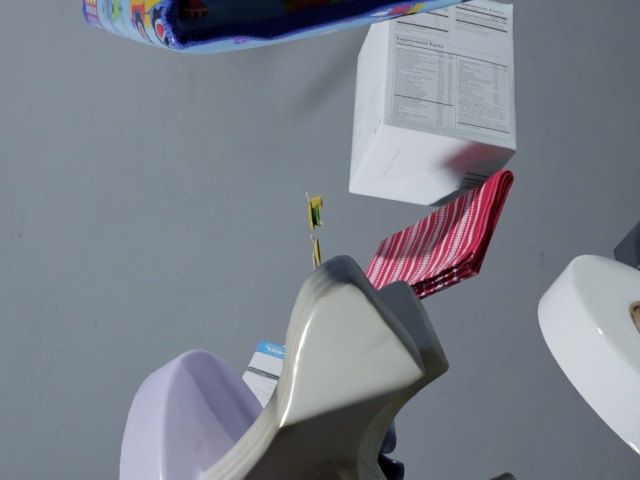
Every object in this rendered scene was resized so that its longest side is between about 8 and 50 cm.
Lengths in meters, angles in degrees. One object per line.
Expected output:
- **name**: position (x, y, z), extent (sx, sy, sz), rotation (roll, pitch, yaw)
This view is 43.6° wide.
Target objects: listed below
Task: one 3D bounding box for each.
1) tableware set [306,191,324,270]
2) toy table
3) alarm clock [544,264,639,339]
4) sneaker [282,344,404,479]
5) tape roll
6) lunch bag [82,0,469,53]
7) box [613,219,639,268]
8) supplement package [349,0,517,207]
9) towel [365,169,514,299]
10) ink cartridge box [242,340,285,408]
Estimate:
- **tableware set**: position (0.000, 0.000, 1.305), extent (0.024, 0.104, 0.154), rotation (-7, 78, 4)
- **toy table**: position (0.010, 0.132, 0.422), extent (0.161, 0.274, 0.252), rotation (-31, 133, 9)
- **alarm clock**: position (0.447, 0.111, 1.293), extent (0.192, 0.129, 0.064), rotation (-33, 64, 10)
- **sneaker**: position (0.044, 0.303, 1.366), extent (0.148, 0.131, 0.350), rotation (-16, 123, 17)
- **tape roll**: position (0.447, 0.169, 0.979), extent (0.392, 0.392, 0.072), rotation (24, 117, -20)
- **lunch bag**: position (0.036, -0.172, 0.419), extent (0.293, 0.221, 0.138), rotation (-6, 109, -23)
- **box**: position (0.682, 0.021, 1.396), extent (0.261, 0.184, 0.103), rotation (7, 53, -8)
- **supplement package**: position (0.166, -0.215, 1.214), extent (0.198, 0.199, 0.262), rotation (9, 64, -9)
- **towel**: position (0.143, 0.015, 1.114), extent (0.031, 0.275, 0.199), rotation (43, 48, -14)
- **ink cartridge box**: position (-0.072, 0.227, 0.951), extent (0.086, 0.203, 0.148), rotation (20, 103, 2)
